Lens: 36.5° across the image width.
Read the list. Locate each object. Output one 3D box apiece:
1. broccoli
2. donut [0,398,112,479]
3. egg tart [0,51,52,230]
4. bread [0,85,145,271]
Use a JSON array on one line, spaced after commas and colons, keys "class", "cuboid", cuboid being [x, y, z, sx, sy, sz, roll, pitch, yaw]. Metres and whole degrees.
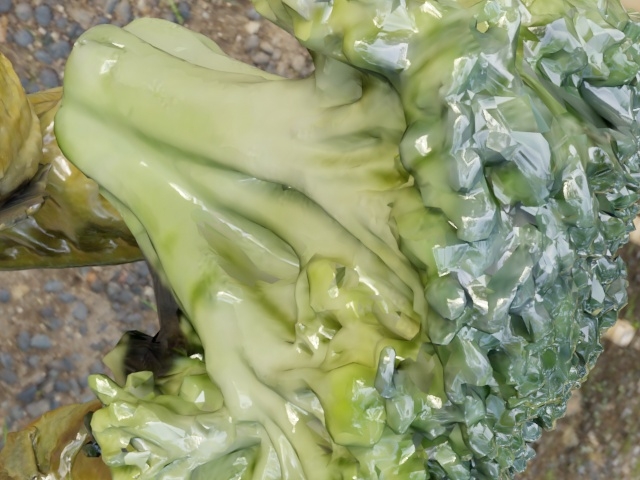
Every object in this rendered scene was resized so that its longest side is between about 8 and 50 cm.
[{"class": "broccoli", "cuboid": [-0.004, 0.000, 0.463, 0.293, 0.281, 0.348, -52, 163, -17]}, {"class": "donut", "cuboid": [-0.187, 0.321, 0.914, 0.360, 0.360, 0.170, -51, 147, -4]}, {"class": "egg tart", "cuboid": [-0.263, -0.088, 0.524, 0.252, 0.232, 0.098, 14, 130, -26]}, {"class": "bread", "cuboid": [-0.208, -0.044, 0.699, 0.152, 0.268, 0.130, 46, 42, -61]}]
